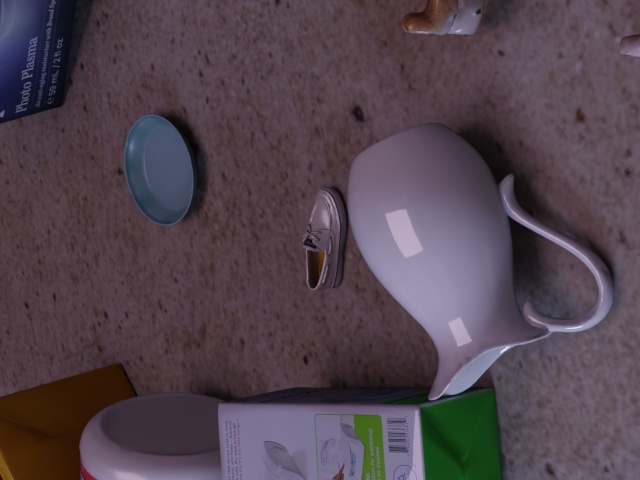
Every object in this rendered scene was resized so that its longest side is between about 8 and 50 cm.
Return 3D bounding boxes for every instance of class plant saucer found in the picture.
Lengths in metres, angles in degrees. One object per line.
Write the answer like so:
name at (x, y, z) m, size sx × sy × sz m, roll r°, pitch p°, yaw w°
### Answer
plant saucer at (-0.165, -0.076, 1.513) m, size 0.119 × 0.021 × 0.119 m, roll 15°, pitch 112°, yaw 43°

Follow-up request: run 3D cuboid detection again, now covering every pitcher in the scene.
pitcher at (0.125, 0.003, 1.161) m, size 0.178 × 0.125 × 0.207 m, roll -26°, pitch 80°, yaw 15°

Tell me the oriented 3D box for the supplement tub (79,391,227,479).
supplement tub at (-0.153, 0.312, 1.480) m, size 0.191 × 0.191 × 0.272 m, roll 20°, pitch 115°, yaw 43°

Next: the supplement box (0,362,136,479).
supplement box at (-0.320, 0.261, 1.645) m, size 0.194 × 0.191 × 0.129 m, roll -46°, pitch 67°, yaw 43°

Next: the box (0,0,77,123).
box at (-0.424, -0.261, 1.511) m, size 0.183 × 0.294 × 0.296 m, roll 48°, pitch 141°, yaw 28°

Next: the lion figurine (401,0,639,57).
lion figurine at (0.171, -0.260, 1.039) m, size 0.392 × 0.142 × 0.240 m, roll 13°, pitch 103°, yaw 30°

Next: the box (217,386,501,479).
box at (0.036, 0.266, 1.265) m, size 0.231 × 0.127 × 0.262 m, roll -6°, pitch 89°, yaw 39°

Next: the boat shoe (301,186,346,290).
boat shoe at (0.000, 0.000, 1.344) m, size 0.035 × 0.035 × 0.100 m, roll 21°, pitch 116°, yaw 43°
